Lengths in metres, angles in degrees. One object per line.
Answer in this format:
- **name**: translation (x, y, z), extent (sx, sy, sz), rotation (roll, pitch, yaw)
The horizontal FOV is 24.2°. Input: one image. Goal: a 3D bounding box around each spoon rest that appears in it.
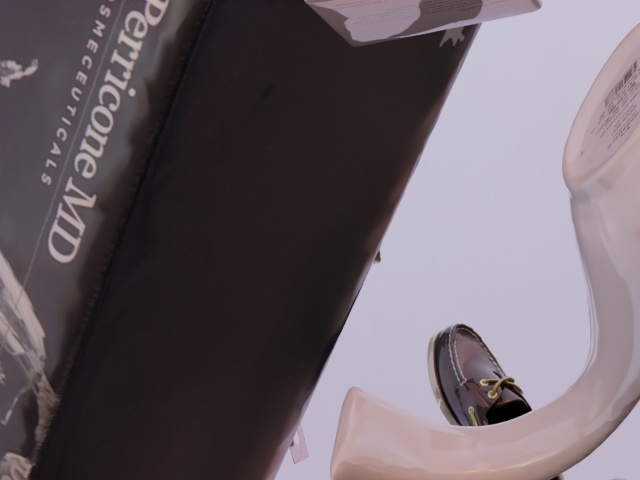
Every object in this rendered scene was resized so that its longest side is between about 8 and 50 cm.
- **spoon rest**: translation (0.106, 0.010, 0.557), extent (0.084, 0.137, 0.276), rotation (29, -53, -12)

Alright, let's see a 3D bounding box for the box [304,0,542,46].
- **box**: translation (0.045, -0.158, 0.716), extent (0.101, 0.102, 0.087), rotation (-10, -12, 16)

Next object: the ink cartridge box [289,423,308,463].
- **ink cartridge box**: translation (-0.028, 0.115, 1.602), extent (0.066, 0.232, 0.189), rotation (-20, -7, 2)

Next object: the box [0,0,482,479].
- **box**: translation (-0.216, -0.072, 1.002), extent (0.297, 0.471, 0.480), rotation (-14, -47, -54)

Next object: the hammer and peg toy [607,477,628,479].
- **hammer and peg toy**: translation (0.027, 0.260, 0.570), extent (0.127, 0.266, 0.361), rotation (29, -77, -4)

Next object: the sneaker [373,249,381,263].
- **sneaker**: translation (0.000, 0.000, 1.517), extent (0.083, 0.185, 0.070), rotation (-6, -93, -14)

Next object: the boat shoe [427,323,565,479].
- **boat shoe**: translation (0.166, 0.167, 1.372), extent (0.081, 0.228, 0.069), rotation (4, -37, -35)
